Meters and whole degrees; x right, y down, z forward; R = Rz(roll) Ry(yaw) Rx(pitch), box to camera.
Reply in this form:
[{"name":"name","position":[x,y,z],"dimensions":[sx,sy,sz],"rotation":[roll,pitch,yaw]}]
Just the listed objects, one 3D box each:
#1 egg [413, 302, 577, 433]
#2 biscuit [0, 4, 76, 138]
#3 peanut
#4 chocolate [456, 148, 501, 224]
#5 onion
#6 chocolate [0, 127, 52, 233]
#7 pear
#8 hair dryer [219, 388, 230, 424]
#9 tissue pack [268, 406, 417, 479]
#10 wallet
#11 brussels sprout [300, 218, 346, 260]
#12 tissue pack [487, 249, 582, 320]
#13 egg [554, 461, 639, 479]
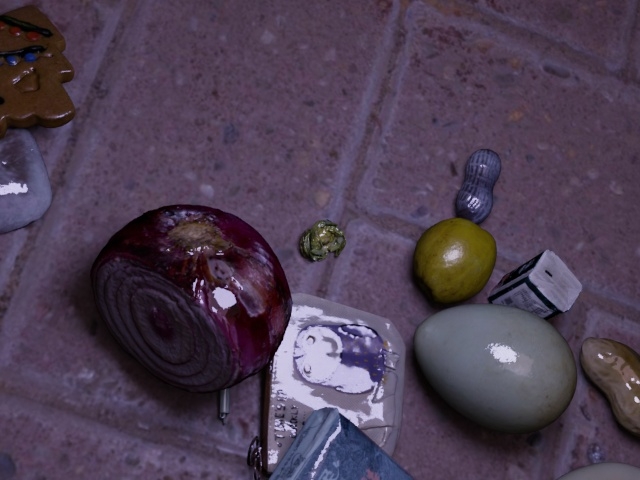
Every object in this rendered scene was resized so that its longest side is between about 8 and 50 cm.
[{"name":"egg","position":[0.304,0.216,1.810],"dimensions":[0.295,0.218,0.218],"rotation":[22,68,6]},{"name":"biscuit","position":[-0.549,-0.304,1.789],"dimensions":[0.278,0.043,0.301],"rotation":[5,56,-1]},{"name":"peanut","position":[0.574,0.276,1.922],"dimensions":[0.120,0.110,0.236],"rotation":[-42,86,-9]},{"name":"chocolate","position":[0.305,-0.102,1.985],"dimensions":[0.072,0.072,0.167],"rotation":[23,67,-8]},{"name":"onion","position":[-0.187,0.084,1.686],"dimensions":[0.337,0.282,0.260],"rotation":[19,37,27]},{"name":"chocolate","position":[-0.607,-0.095,1.721],"dimensions":[0.303,0.100,0.185],"rotation":[-16,75,-22]},{"name":"pear","position":[0.242,0.038,1.884],"dimensions":[0.149,0.149,0.162],"rotation":[43,70,0]},{"name":"hair dryer","position":[-0.159,0.253,1.769],"dimensions":[0.063,0.038,0.124],"rotation":[3,78,-15]},{"name":"tissue pack","position":[0.059,0.456,1.686],"dimensions":[0.316,0.103,0.228],"rotation":[45,65,-19]},{"name":"wallet","position":[0.014,0.259,1.793],"dimensions":[0.275,0.068,0.335],"rotation":[8,73,-13]},{"name":"brussels sprout","position":[0.000,0.000,1.879],"dimensions":[0.085,0.058,0.085],"rotation":[-9,108,-28]},{"name":"tissue pack","position":[0.393,0.096,1.894],"dimensions":[0.103,0.170,0.090],"rotation":[47,67,1]},{"name":"egg","position":[0.484,0.496,1.771],"dimensions":[0.269,0.219,0.219],"rotation":[-21,80,-3]}]
